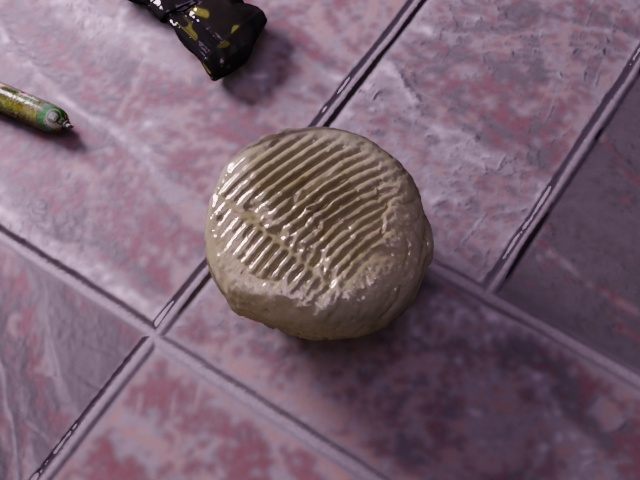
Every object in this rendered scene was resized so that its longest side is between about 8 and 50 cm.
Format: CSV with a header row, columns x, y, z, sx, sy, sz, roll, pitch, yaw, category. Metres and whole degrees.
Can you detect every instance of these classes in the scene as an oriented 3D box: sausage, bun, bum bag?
x,y,z,sx,sy,sz,roll,pitch,yaw,category
-0.389,-0.173,1.203,0.269,0.033,0.033,23,66,14,sausage
0.000,0.000,1.037,0.220,0.134,0.220,2,65,-4,bun
-0.160,-0.275,1.230,0.107,0.060,0.232,-38,68,-25,bum bag
